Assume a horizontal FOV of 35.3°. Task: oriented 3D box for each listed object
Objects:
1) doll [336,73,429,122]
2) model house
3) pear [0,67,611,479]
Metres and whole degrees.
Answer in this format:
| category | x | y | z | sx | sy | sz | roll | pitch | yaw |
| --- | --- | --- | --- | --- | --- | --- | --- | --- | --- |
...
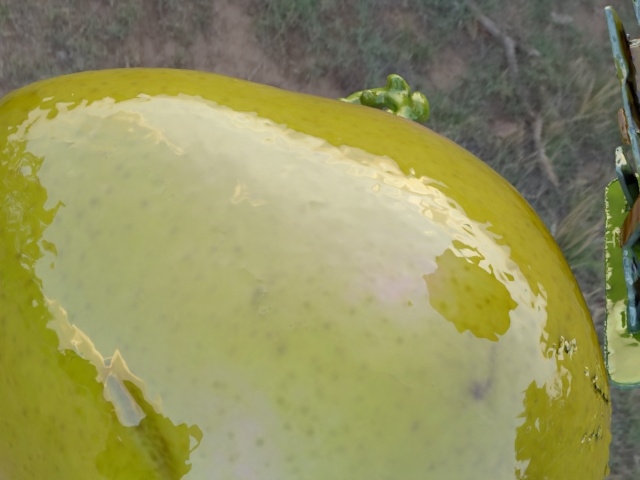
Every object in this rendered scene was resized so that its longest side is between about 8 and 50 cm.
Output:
| category | x | y | z | sx | sy | sz | roll | pitch | yaw |
| --- | --- | --- | --- | --- | --- | --- | --- | --- | --- |
| doll | 0.000 | 0.000 | 0.934 | 0.341 | 0.099 | 0.346 | -11 | 61 | 14 |
| model house | 0.347 | -0.077 | 0.954 | 0.313 | 0.242 | 0.358 | 59 | 33 | -32 |
| pear | -0.023 | 0.057 | 0.501 | 0.285 | 0.285 | 0.336 | -35 | 78 | -20 |
